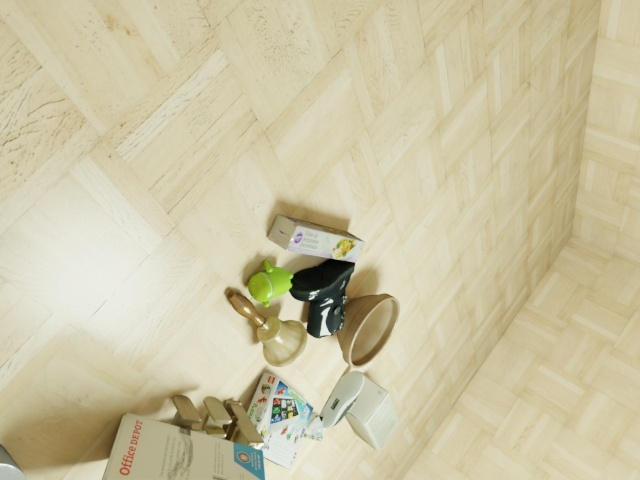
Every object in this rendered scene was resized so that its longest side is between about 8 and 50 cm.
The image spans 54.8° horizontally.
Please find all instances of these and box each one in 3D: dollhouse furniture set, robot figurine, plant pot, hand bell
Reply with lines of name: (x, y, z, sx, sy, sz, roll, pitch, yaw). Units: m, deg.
dollhouse furniture set: (-0.280, 0.459, 1.438, 0.242, 0.161, 0.212, 15, 104, -35)
robot figurine: (-0.115, 0.099, 1.393, 0.115, 0.067, 0.101, -20, 125, -47)
plant pot: (0.121, 0.248, 1.815, 0.237, 0.109, 0.237, -35, 141, -35)
hand bell: (-0.142, 0.186, 1.423, 0.126, 0.126, 0.242, -52, 136, -12)

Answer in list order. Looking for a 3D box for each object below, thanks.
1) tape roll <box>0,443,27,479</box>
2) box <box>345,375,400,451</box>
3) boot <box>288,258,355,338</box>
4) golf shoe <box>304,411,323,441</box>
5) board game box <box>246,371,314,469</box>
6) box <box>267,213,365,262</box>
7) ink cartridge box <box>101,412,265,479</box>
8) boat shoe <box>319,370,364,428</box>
tape roll: (-0.590, 0.428, 0.985, 0.219, 0.072, 0.219, -36, 142, -35)
box: (0.180, 0.618, 2.198, 0.148, 0.121, 0.311, -47, 147, -20)
boot: (-0.002, 0.167, 1.583, 0.246, 0.094, 0.207, -25, 132, -52)
golf shoe: (-0.039, 0.573, 1.923, 0.176, 0.069, 0.086, 45, 58, -61)
board game box: (-0.117, 0.502, 1.693, 0.193, 0.053, 0.305, -68, 153, -22)
box: (0.000, 0.000, 1.476, 0.324, 0.067, 0.063, 12, 105, -57)
ink cartridge box: (-0.270, 0.485, 1.207, 0.307, 0.223, 0.129, 20, 103, -13)
boat shoe: (0.076, 0.517, 2.017, 0.219, 0.077, 0.070, -54, 149, 7)
